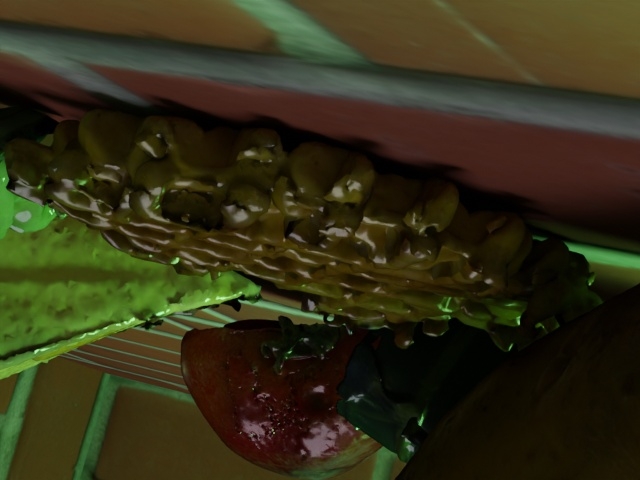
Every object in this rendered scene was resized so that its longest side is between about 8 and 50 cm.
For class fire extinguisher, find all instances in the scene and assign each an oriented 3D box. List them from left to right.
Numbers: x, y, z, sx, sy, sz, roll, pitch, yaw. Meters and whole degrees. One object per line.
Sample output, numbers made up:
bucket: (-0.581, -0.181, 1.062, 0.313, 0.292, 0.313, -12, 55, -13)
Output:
fire extinguisher: (0.147, 0.130, 0.899, 0.294, 0.093, 0.118, 34, -171, 16)

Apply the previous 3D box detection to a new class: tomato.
tomato: (0.004, 0.102, 1.178, 0.189, 0.099, 0.173, 2, 172, 11)

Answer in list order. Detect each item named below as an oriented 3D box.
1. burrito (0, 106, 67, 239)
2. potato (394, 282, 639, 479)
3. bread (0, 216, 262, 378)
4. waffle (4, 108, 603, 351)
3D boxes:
burrito: (-0.180, -0.051, 0.782, 0.104, 0.054, 0.288, 9, 169, 27)
potato: (0.135, 0.127, 0.733, 0.195, 0.176, 0.369, 9, 152, -26)
bread: (-0.141, 0.059, 1.142, 0.178, 0.135, 0.240, 17, 171, -8)
waffle: (0.000, 0.000, 0.790, 0.232, 0.051, 0.229, 10, 167, 30)
